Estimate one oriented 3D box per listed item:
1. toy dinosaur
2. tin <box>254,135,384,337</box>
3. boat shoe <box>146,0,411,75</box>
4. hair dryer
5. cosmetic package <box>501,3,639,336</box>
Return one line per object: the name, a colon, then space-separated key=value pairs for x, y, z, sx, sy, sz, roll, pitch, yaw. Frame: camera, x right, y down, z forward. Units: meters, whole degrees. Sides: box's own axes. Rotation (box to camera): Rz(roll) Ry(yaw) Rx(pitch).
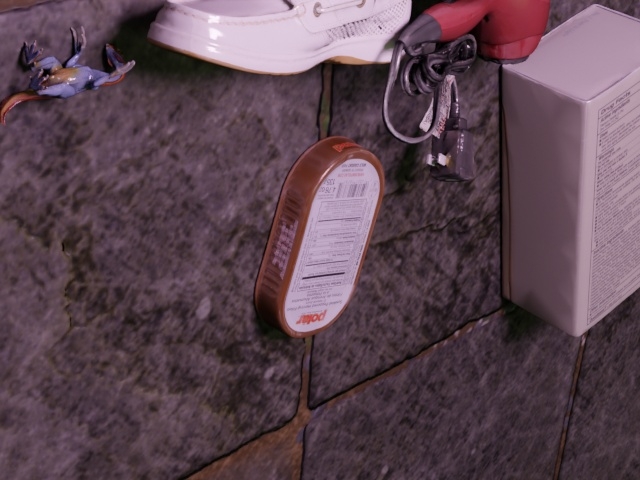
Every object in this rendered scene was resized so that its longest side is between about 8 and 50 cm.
toy dinosaur: x=-0.174 y=-0.117 z=0.954 sx=0.090 sy=0.047 sz=0.082 roll=-34 pitch=160 yaw=22
tin: x=0.000 y=0.000 z=1.221 sx=0.106 sy=0.040 sz=0.190 roll=-3 pitch=117 yaw=-43
boat shoe: x=-0.022 y=-0.184 z=1.025 sx=0.277 sy=0.098 sz=0.096 roll=-18 pitch=127 yaw=-53
hair dryer: x=0.143 y=-0.199 z=1.166 sx=0.223 sy=0.080 sz=0.294 roll=39 pitch=65 yaw=-70
cosmetic package: x=0.280 y=-0.069 z=1.434 sx=0.160 sy=0.113 sz=0.309 roll=-34 pitch=136 yaw=-31
